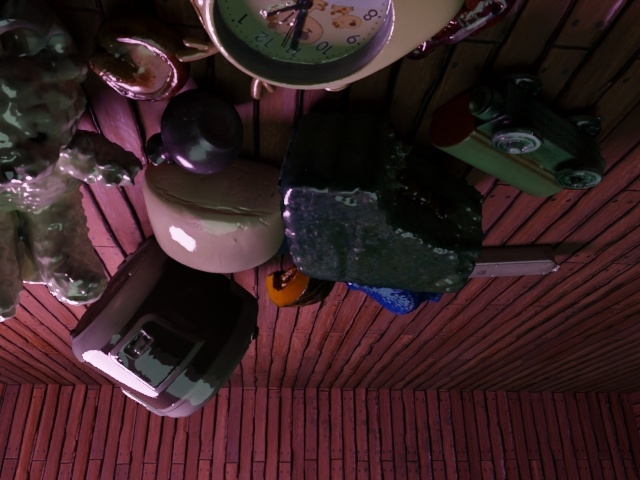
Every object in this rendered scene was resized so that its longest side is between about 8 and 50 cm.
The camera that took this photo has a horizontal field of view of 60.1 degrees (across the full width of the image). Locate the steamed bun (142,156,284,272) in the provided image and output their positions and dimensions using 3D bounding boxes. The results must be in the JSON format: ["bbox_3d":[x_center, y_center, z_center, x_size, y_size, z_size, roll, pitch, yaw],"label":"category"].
[{"bbox_3d":[-0.178,-0.044,0.962,0.250,0.155,0.200,3,149,-9],"label":"steamed bun"}]

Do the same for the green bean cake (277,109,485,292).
[{"bbox_3d":[0.102,-0.053,0.878,0.307,0.169,0.300,8,149,7],"label":"green bean cake"}]

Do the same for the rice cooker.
[{"bbox_3d":[-0.318,0.194,1.186,0.325,0.335,0.335,41,138,-20],"label":"rice cooker"}]

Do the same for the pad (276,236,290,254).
[{"bbox_3d":[-0.196,-0.021,1.181,0.269,0.012,0.269,-5,154,8],"label":"pad"}]

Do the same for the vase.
[{"bbox_3d":[-0.194,-0.149,0.813,0.120,0.120,0.182,21,160,-38],"label":"vase"}]

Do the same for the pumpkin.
[{"bbox_3d":[-0.014,0.112,1.354,0.163,0.111,0.278,9,152,-28],"label":"pumpkin"}]

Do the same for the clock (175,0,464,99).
[{"bbox_3d":[-0.022,-0.260,0.589,0.235,0.096,0.308,21,147,-40],"label":"clock"}]

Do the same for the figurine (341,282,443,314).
[{"bbox_3d":[0.169,0.115,1.344,0.262,0.121,0.164,8,157,-12],"label":"figurine"}]

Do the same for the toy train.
[{"bbox_3d":[0.300,-0.143,0.835,0.285,0.116,0.177,17,161,-33],"label":"toy train"}]

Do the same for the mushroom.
[{"bbox_3d":[-0.219,-0.220,0.679,0.127,0.087,0.127,4,154,2],"label":"mushroom"}]

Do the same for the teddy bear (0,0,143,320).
[{"bbox_3d":[-0.389,-0.071,0.703,0.327,0.376,0.362,-9,-176,-29],"label":"teddy bear"}]

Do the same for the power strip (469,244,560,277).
[{"bbox_3d":[0.416,0.050,1.294,0.272,0.052,0.078,-4,154,5],"label":"power strip"}]

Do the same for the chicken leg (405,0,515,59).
[{"bbox_3d":[0.170,-0.272,0.627,0.205,0.053,0.093,-24,131,33],"label":"chicken leg"}]
